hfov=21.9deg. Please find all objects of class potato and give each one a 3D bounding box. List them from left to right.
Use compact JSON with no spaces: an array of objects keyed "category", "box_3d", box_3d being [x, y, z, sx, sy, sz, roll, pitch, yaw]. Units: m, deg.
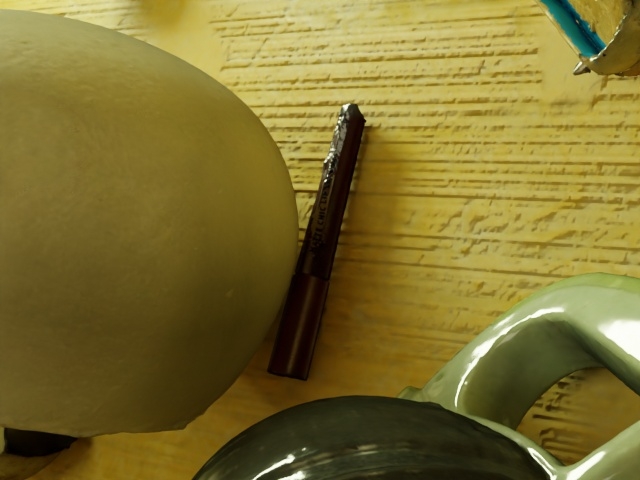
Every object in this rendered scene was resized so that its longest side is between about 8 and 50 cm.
[{"category":"potato","box_3d":[-0.222,0.137,1.188,0.103,0.066,0.096,-32,41,41]}]

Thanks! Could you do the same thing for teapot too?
[{"category":"teapot","box_3d":[0.034,0.140,0.796,0.239,0.240,0.321,-115,45,-70]}]

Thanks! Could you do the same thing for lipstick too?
[{"category":"lipstick","box_3d":[0.000,0.000,1.035,0.027,0.027,0.176,6,79,47]}]

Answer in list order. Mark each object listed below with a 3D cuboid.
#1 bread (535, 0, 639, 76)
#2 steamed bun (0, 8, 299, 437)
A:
[{"category":"bread","box_3d":[0.156,-0.141,0.906,0.106,0.053,0.072,62,143,42]},{"category":"steamed bun","box_3d":[-0.166,-0.028,0.995,0.324,0.324,0.206,33,111,47]}]
